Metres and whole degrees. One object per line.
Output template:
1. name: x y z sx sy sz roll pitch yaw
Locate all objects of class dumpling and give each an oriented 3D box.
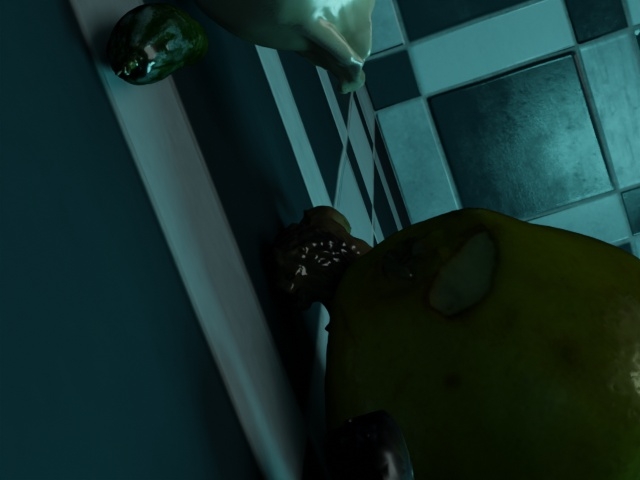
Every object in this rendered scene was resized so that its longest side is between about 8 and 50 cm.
1. dumpling: -0.047 -0.219 0.705 0.193 0.147 0.258 25 -33 58

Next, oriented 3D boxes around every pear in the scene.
1. pear: 0.137 0.129 0.688 0.321 0.269 0.269 46 15 -12

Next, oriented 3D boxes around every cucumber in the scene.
1. cucumber: -0.081 -0.101 0.523 0.168 0.039 0.039 -78 149 -78

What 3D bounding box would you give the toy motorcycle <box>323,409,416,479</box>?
1. toy motorcycle: 0.093 0.286 0.524 0.207 0.134 0.400 -89 158 -64

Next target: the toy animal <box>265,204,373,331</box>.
1. toy animal: 0.011 0.013 0.781 0.086 0.069 0.220 52 8 -3
